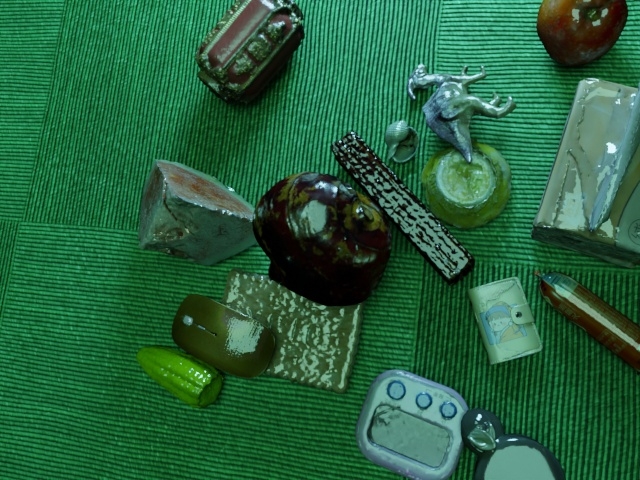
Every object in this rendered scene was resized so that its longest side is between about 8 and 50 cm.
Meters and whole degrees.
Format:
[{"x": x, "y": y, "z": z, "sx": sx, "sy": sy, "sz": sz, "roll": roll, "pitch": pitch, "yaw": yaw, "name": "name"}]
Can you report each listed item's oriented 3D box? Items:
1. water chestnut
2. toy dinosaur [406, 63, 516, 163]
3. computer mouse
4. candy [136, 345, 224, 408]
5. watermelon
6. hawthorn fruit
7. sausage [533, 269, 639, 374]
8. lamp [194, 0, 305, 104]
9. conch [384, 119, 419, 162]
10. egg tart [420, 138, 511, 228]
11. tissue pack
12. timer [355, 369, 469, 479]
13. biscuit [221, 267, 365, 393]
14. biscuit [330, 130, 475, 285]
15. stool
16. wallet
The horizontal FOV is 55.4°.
[{"x": 0.000, "y": 0.000, "z": 1.210, "sx": 0.289, "sy": 0.289, "sz": 0.244, "roll": 30, "pitch": 87, "yaw": 17, "name": "water chestnut"}, {"x": 0.288, "y": -0.288, "z": 1.269, "sx": 0.162, "sy": 0.077, "sz": 0.294, "roll": -27, "pitch": 43, "yaw": 8, "name": "toy dinosaur"}, {"x": -0.213, "y": 0.201, "z": 1.299, "sx": 0.245, "sy": 0.056, "sz": 0.126, "roll": 23, "pitch": 87, "yaw": 20, "name": "computer mouse"}, {"x": -0.315, "y": 0.286, "z": 1.329, "sx": 0.209, "sy": 0.096, "sz": 0.097, "roll": 22, "pitch": 86, "yaw": 20, "name": "candy"}, {"x": -0.277, "y": -0.070, "z": 1.329, "sx": 0.310, "sy": 0.232, "sz": 0.193, "roll": 42, "pitch": 127, "yaw": 1, "name": "watermelon"}, {"x": 0.523, "y": -0.441, "z": 1.214, "sx": 0.172, "sy": 0.173, "sz": 0.173, "roll": -2, "pitch": 80, "yaw": 13, "name": "hawthorn fruit"}, {"x": 0.520, "y": 0.140, "z": 1.163, "sx": 0.264, "sy": 0.083, "sz": 0.083, "roll": 40, "pitch": 91, "yaw": 18, "name": "sausage"}, {"x": -0.161, "y": -0.442, "z": 1.388, "sx": 0.177, "sy": 0.177, "sz": 0.274, "roll": 41, "pitch": 93, "yaw": 17, "name": "lamp"}, {"x": 0.175, "y": -0.216, "z": 1.320, "sx": 0.076, "sy": 0.057, "sz": 0.085, "roll": 17, "pitch": 116, "yaw": 0, "name": "conch"}, {"x": 0.304, "y": -0.122, "z": 1.260, "sx": 0.197, "sy": 0.078, "sz": 0.197, "roll": -2, "pitch": 82, "yaw": 12, "name": "egg tart"}, {"x": 0.542, "y": -0.132, "z": 1.128, "sx": 0.238, "sy": 0.238, "sz": 0.306, "roll": 19, "pitch": 85, "yaw": 16, "name": "tissue pack"}, {"x": 0.182, "y": 0.365, "z": 1.207, "sx": 0.208, "sy": 0.069, "sz": 0.191, "roll": 19, "pitch": 85, "yaw": 15, "name": "timer"}, {"x": -0.073, "y": 0.189, "z": 1.310, "sx": 0.324, "sy": 0.044, "sz": 0.217, "roll": 9, "pitch": 85, "yaw": 18, "name": "biscuit"}, {"x": 0.167, "y": -0.071, "z": 1.267, "sx": 0.073, "sy": 0.107, "sz": 0.388, "roll": -42, "pitch": 73, "yaw": 3, "name": "biscuit"}, {"x": 0.355, "y": 0.411, "z": 1.119, "sx": 0.153, "sy": 0.139, "sz": 0.228, "roll": -17, "pitch": 77, "yaw": 10, "name": "stool"}, {"x": 0.367, "y": 0.158, "z": 1.214, "sx": 0.110, "sy": 0.039, "sz": 0.155, "roll": -18, "pitch": 77, "yaw": 11, "name": "wallet"}]
